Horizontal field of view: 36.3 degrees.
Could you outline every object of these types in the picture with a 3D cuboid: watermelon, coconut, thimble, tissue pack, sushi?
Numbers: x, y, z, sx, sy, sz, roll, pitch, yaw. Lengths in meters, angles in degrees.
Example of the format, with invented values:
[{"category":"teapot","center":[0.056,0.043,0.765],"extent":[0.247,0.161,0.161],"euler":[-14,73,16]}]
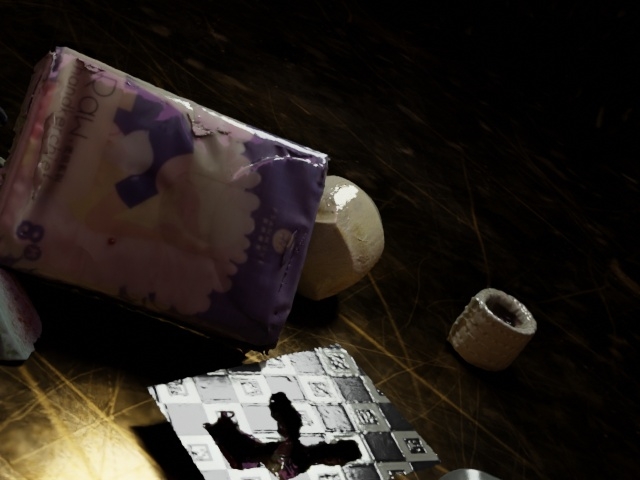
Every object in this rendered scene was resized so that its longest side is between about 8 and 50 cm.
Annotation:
[{"category":"watermelon","center":[-0.357,0.050,0.970],"extent":[0.180,0.081,0.094],"euler":[29,-2,-14]},{"category":"coconut","center":[-0.002,0.001,1.332],"extent":[0.161,0.161,0.162],"euler":[39,45,20]},{"category":"thimble","center":[0.251,0.133,1.432],"extent":[0.115,0.090,0.102],"euler":[14,31,-34]},{"category":"tissue pack","center":[-0.184,-0.037,1.086],"extent":[0.344,0.242,0.125],"euler":[21,-13,-19]},{"category":"sushi","center":[-0.030,0.209,1.021],"extent":[0.280,0.043,0.192],"euler":[-7,43,-44]}]

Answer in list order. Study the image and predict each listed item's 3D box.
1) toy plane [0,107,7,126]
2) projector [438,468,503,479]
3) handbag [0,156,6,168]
[{"category":"toy plane","center":[-0.435,-0.198,1.077],"extent":[0.204,0.103,0.316],"euler":[30,-8,-17]},{"category":"projector","center":[0.082,0.318,0.680],"extent":[0.108,0.250,0.198],"euler":[25,24,-10]},{"category":"handbag","center":[-0.452,-0.103,1.096],"extent":[0.241,0.109,0.315],"euler":[37,21,17]}]
